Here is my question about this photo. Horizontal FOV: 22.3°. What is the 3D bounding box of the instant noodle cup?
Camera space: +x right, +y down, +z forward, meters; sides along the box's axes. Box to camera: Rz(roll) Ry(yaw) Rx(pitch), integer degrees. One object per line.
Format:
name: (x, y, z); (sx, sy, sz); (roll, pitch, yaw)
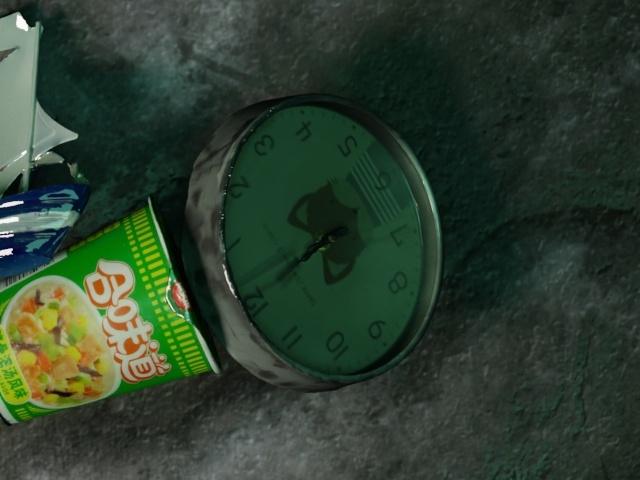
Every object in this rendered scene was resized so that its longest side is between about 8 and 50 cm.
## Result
instant noodle cup: (-0.247, 0.085, 1.709); (0.232, 0.207, 0.207); (-21, 99, -3)

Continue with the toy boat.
toy boat: (-0.315, -0.092, 1.685); (0.210, 0.070, 0.292); (16, 79, 26)

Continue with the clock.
clock: (0.000, 0.000, 1.742); (0.325, 0.067, 0.325); (8, 77, -38)
